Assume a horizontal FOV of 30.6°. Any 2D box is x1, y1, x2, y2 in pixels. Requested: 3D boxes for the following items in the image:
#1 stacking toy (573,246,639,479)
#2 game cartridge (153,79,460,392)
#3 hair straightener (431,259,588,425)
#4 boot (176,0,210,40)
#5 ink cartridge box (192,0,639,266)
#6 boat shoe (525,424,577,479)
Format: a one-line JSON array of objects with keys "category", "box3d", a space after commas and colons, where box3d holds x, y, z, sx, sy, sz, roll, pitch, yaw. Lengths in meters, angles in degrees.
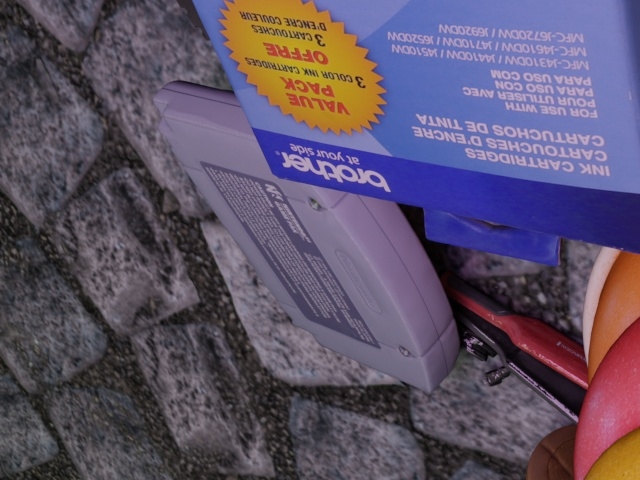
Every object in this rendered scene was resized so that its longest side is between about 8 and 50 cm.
[{"category": "stacking toy", "box3d": [0.251, 0.180, 0.646, 0.350, 0.480, 0.351, 17, 126, 25]}, {"category": "game cartridge", "box3d": [0.000, 0.000, 0.938, 0.196, 0.060, 0.294, 24, 154, 46]}, {"category": "hair straightener", "box3d": [0.141, 0.092, 0.983, 0.230, 0.047, 0.089, 30, 132, 18]}, {"category": "boot", "box3d": [-0.020, -0.277, 0.804, 0.348, 0.131, 0.260, 50, 135, -1]}, {"category": "ink cartridge box", "box3d": [0.069, -0.151, 0.635, 0.270, 0.151, 0.395, 13, 147, 33]}, {"category": "boat shoe", "box3d": [0.316, 0.277, 0.935, 0.342, 0.123, 0.123, 26, 144, 21]}]
